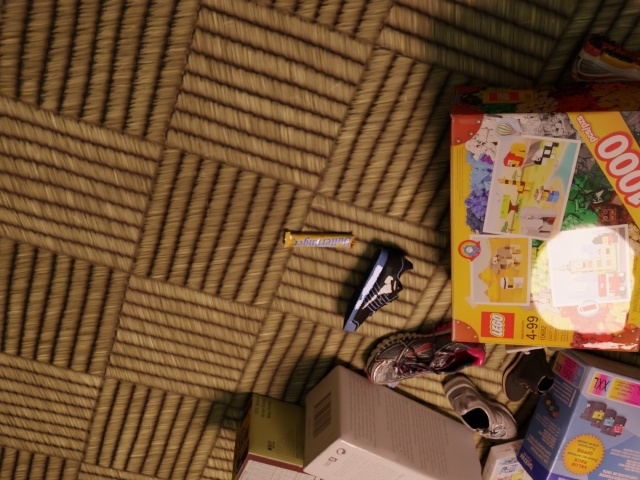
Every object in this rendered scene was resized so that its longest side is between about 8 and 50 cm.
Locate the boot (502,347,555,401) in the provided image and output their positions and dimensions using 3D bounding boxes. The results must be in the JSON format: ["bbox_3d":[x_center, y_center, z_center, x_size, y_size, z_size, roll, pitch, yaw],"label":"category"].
[{"bbox_3d":[0.519,0.363,1.630,0.076,0.137,0.198,4,122,-5],"label":"boot"}]

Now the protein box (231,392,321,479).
[{"bbox_3d":[-0.107,0.531,1.665,0.201,0.200,0.136,19,119,-13],"label":"protein box"}]

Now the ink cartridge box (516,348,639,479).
[{"bbox_3d":[0.682,0.499,1.643,0.269,0.151,0.396,16,100,-12],"label":"ink cartridge box"}]

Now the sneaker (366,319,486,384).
[{"bbox_3d":[0.252,0.284,1.585,0.299,0.112,0.121,-22,120,11],"label":"sneaker"}]

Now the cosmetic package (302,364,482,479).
[{"bbox_3d":[0.185,0.525,1.649,0.453,0.230,0.161,29,123,-19],"label":"cosmetic package"}]

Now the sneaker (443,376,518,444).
[{"bbox_3d":[0.424,0.476,1.705,0.281,0.115,0.105,38,113,-25],"label":"sneaker"}]

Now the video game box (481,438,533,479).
[{"bbox_3d":[0.547,0.612,1.792,0.187,0.048,0.205,-12,137,-10],"label":"video game box"}]

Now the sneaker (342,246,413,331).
[{"bbox_3d":[0.130,0.127,1.501,0.090,0.081,0.232,22,117,-7],"label":"sneaker"}]

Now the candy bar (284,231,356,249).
[{"bbox_3d":[0.000,0.000,1.455,0.161,0.018,0.040,2,121,-3],"label":"candy bar"}]

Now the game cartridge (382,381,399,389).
[{"bbox_3d":[0.159,0.372,1.690,0.083,0.017,0.056,-33,121,16],"label":"game cartridge"}]

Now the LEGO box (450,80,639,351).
[{"bbox_3d":[0.447,-0.045,1.287,0.372,0.193,0.501,1,119,15],"label":"LEGO box"}]

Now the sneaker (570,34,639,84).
[{"bbox_3d":[0.588,-0.317,1.265,0.225,0.088,0.093,20,136,-12],"label":"sneaker"}]

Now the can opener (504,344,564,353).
[{"bbox_3d":[0.538,0.209,1.495,0.280,0.074,0.093,-16,113,45],"label":"can opener"}]
